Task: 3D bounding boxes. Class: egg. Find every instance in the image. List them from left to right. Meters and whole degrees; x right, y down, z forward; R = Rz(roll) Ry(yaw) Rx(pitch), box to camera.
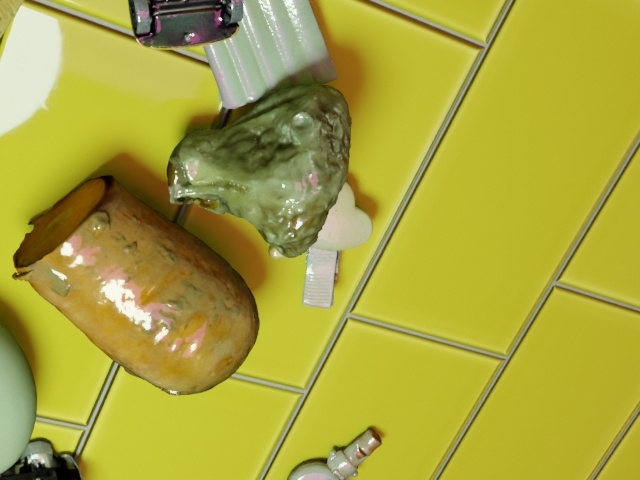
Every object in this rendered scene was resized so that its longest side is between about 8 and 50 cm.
[{"bbox_3d":[-0.525,0.229,1.557,0.203,0.203,0.282,-13,124,-8],"label":"egg"}]

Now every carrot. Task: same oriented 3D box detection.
[{"bbox_3d":[-0.253,0.071,1.538,0.224,0.224,0.340,-40,115,9],"label":"carrot"}]

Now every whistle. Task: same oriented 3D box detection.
[{"bbox_3d":[0.019,0.420,1.906,0.220,0.057,0.107,-42,107,5],"label":"whistle"}]

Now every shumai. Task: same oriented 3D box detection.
[{"bbox_3d":[-0.086,-0.111,1.472,0.222,0.225,0.260,19,128,-25],"label":"shumai"}]

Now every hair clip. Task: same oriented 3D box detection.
[{"bbox_3d":[-0.003,0.001,1.656,0.159,0.071,0.218,2,114,-14],"label":"hair clip"}]

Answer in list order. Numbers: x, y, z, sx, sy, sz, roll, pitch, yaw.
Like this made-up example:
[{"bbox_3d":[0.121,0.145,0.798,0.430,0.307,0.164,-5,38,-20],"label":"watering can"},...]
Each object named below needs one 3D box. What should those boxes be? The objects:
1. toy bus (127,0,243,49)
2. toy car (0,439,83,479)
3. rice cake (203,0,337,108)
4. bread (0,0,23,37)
[{"bbox_3d":[-0.185,-0.414,1.315,0.145,0.151,0.331,-10,119,-16],"label":"toy bus"},{"bbox_3d":[-0.501,0.448,1.725,0.235,0.172,0.158,-8,137,-14],"label":"toy car"},{"bbox_3d":[-0.084,-0.288,1.480,0.189,0.037,0.198,-17,122,-6],"label":"rice cake"},{"bbox_3d":[-0.397,-0.347,1.231,0.163,0.264,0.168,-39,127,11],"label":"bread"}]
